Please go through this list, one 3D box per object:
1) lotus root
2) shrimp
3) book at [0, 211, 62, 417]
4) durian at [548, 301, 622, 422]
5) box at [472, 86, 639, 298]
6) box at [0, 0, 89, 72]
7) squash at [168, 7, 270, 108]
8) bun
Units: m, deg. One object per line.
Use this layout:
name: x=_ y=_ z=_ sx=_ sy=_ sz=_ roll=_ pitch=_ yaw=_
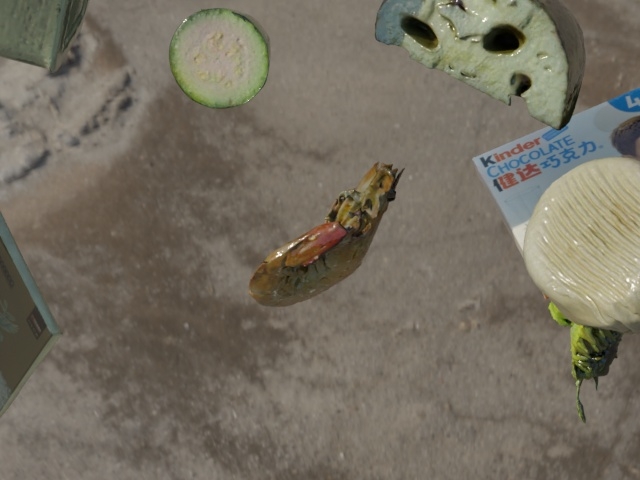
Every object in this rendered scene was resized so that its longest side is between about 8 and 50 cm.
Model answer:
lotus root: x=0.188 y=-0.221 z=1.129 sx=0.235 sy=0.138 sz=0.119 roll=34 pitch=34 yaw=12
shrimp: x=0.000 y=0.000 z=1.209 sx=0.152 sy=0.287 sz=0.063 roll=-12 pitch=65 yaw=-29
book: x=-0.462 y=0.117 z=1.442 sx=0.021 sy=0.310 sz=0.217 roll=-13 pitch=64 yaw=-44
durian: x=0.321 y=0.053 z=1.201 sx=0.106 sy=0.375 sz=0.132 roll=-4 pitch=36 yaw=-22
box: x=0.368 y=-0.073 z=1.374 sx=0.273 sy=0.048 sz=0.265 roll=-24 pitch=41 yaw=4
box: x=-0.382 y=-0.373 z=1.014 sx=0.343 sy=0.352 sz=0.177 roll=17 pitch=35 yaw=-7
squash: x=-0.155 y=-0.315 z=1.752 sx=0.170 sy=0.170 sz=0.123 roll=7 pitch=27 yaw=11
bun: x=0.285 y=0.013 z=1.002 sx=0.166 sy=0.113 sz=0.173 roll=-26 pitch=53 yaw=34
